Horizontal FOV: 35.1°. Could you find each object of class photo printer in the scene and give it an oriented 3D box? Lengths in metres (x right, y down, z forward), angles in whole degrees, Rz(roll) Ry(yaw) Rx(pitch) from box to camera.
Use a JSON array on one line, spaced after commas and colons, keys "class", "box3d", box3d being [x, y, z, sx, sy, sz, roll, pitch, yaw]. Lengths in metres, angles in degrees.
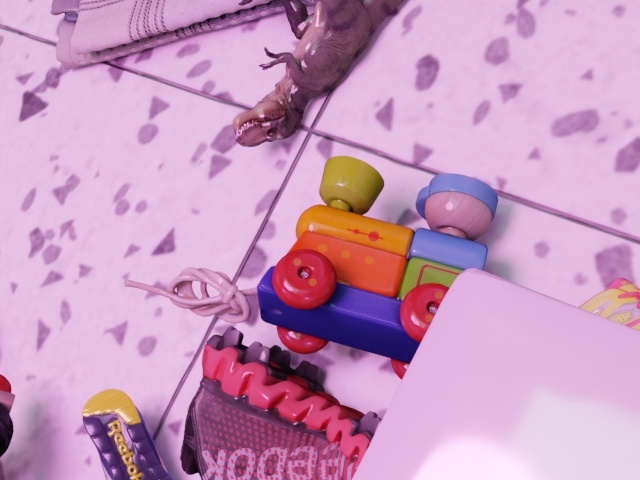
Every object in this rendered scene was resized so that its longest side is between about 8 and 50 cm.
[{"class": "photo printer", "box3d": [0.114, 0.192, 0.491, 0.256, 0.107, 0.307, 22, 78, 30]}]

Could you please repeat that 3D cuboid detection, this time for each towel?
[{"class": "towel", "box3d": [-0.134, -0.337, 1.014, 0.324, 0.056, 0.312, -9, 66, 28]}]

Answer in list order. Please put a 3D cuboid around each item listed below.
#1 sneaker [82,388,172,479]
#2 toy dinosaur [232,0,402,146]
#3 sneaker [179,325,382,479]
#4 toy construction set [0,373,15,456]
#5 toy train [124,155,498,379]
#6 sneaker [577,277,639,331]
[{"class": "sneaker", "box3d": [-0.146, 0.189, 0.808, 0.053, 0.059, 0.144, -17, 75, -11]}, {"class": "toy dinosaur", "box3d": [0.007, -0.199, 0.857, 0.268, 0.064, 0.118, -43, 92, 7]}, {"class": "sneaker", "box3d": [-0.003, 0.165, 0.693, 0.276, 0.098, 0.135, 23, 85, 44]}, {"class": "toy construction set", "box3d": [-0.349, 0.252, 0.825, 0.309, 0.258, 0.237, 35, 135, 52]}, {"class": "toy train", "box3d": [0.000, 0.000, 0.725, 0.248, 0.105, 0.143, 15, 64, 7]}, {"class": "sneaker", "box3d": [0.202, 0.065, 0.627, 0.209, 0.081, 0.094, -6, 62, 34]}]
